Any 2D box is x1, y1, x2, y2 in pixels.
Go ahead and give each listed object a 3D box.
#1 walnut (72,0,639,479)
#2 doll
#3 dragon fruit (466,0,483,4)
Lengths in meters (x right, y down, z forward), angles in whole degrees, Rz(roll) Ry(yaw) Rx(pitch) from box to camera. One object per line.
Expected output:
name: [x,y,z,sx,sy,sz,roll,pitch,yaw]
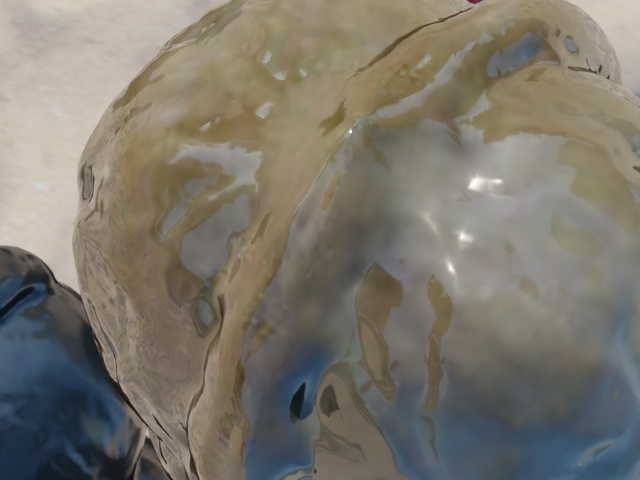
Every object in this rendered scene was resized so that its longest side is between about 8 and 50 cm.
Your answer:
walnut: [0.029,0.015,0.622,0.224,0.224,0.224,-4,101,-24]
doll: [-0.148,0.157,1.355,0.382,0.378,0.252,56,41,-51]
dragon fruit: [0.130,-0.254,1.660,0.102,0.096,0.147,36,89,-39]
